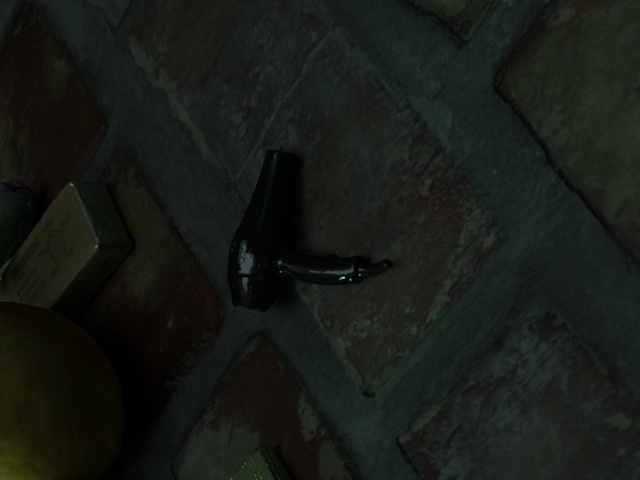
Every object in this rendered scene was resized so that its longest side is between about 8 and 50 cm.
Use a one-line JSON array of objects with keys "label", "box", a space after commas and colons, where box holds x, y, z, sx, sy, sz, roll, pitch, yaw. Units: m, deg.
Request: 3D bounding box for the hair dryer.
[{"label": "hair dryer", "box": [0.000, 0.000, 1.667, 0.271, 0.091, 0.236, 12, 87, 31]}]

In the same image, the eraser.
[{"label": "eraser", "box": [-0.452, 0.055, 2.084, 0.343, 0.078, 0.144, -46, 59, 35]}]

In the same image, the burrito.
[{"label": "burrito", "box": [-0.575, -0.003, 2.116, 0.089, 0.229, 0.144, 22, 149, 17]}]

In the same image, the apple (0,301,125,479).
[{"label": "apple", "box": [-0.509, 0.292, 1.934, 0.346, 0.391, 0.391, 51, 123, 22]}]

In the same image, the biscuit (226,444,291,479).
[{"label": "biscuit", "box": [-0.114, 0.421, 1.772, 0.250, 0.046, 0.147, -51, 55, 32]}]
